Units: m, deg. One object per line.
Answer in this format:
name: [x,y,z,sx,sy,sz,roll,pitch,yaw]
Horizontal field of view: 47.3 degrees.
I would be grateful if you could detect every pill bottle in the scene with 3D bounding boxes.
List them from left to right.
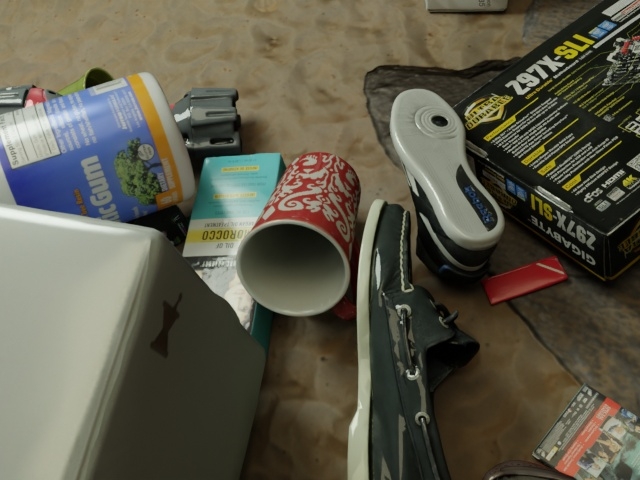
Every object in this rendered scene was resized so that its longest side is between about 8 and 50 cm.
pill bottle: [-0.288,-0.072,0.793,0.272,0.152,0.152,-22,54,-14]

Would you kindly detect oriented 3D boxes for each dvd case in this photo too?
dvd case: [0.263,0.194,0.646,0.119,0.013,0.087,33,70,31]

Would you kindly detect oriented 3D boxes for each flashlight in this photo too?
flashlight: [-0.256,-0.155,0.937,0.304,0.103,0.103,-5,19,-3]

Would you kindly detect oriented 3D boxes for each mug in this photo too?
mug: [-0.010,-0.001,0.779,0.113,0.150,0.169,-5,32,14]

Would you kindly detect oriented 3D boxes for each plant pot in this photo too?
plant pot: [-0.333,-0.191,1.024,0.079,0.083,0.083,-12,54,21]

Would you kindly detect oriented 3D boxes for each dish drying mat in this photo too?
dish drying mat: [0.212,0.041,0.764,0.083,0.008,0.032,-18,55,2]

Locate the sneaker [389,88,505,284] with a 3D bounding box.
sneaker: [0.117,-0.049,0.779,0.079,0.121,0.217,-8,55,-11]

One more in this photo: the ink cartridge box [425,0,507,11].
ink cartridge box: [0.208,-0.482,0.991,0.117,0.207,0.283,5,58,19]

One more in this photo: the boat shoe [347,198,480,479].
boat shoe: [0.090,0.115,0.675,0.113,0.127,0.340,-2,58,12]

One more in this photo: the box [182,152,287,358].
box: [-0.100,0.015,0.830,0.100,0.060,0.244,-2,56,13]

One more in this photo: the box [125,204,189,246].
box: [-0.209,-0.015,0.883,0.083,0.052,0.062,-41,57,-15]

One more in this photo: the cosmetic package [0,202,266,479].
cosmetic package: [-0.292,0.165,0.567,0.394,0.329,0.327,9,69,12]

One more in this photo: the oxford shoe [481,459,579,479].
oxford shoe: [0.247,0.248,0.553,0.271,0.098,0.097,16,75,25]

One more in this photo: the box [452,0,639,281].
box: [0.325,-0.137,0.789,0.322,0.079,0.257,-37,45,-11]
